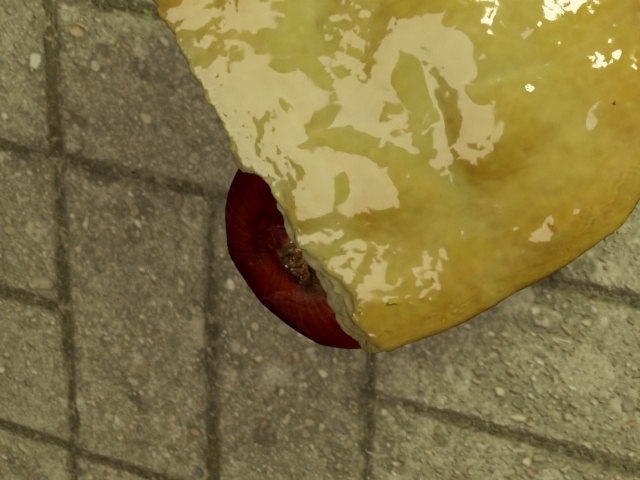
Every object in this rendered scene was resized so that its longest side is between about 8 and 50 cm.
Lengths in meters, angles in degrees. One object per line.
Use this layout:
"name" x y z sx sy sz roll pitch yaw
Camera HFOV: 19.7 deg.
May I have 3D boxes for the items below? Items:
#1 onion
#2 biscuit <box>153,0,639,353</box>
"onion" 0.003 -0.002 1.912 0.248 0.161 0.248 31 135 37
"biscuit" 0.105 -0.133 1.720 0.446 0.104 0.429 -21 96 12
